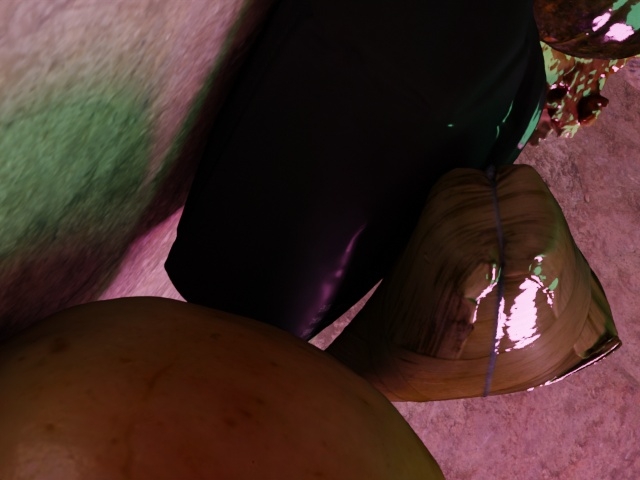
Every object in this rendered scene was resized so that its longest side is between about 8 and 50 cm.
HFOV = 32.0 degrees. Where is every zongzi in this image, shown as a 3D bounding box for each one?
[{"bbox_3d":[0.056,0.044,0.749,0.256,0.115,0.228,-13,154,18],"label":"zongzi"}]

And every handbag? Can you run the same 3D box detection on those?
[{"bbox_3d":[0.047,-0.081,0.814,0.275,0.178,0.302,-44,171,-44],"label":"handbag"}]

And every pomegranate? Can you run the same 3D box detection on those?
[{"bbox_3d":[-0.114,0.228,0.704,0.411,0.411,0.411,-50,173,-8],"label":"pomegranate"}]

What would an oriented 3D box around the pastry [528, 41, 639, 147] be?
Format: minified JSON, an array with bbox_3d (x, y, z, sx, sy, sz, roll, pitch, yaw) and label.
[{"bbox_3d":[0.186,-0.222,1.054,0.237,0.170,0.256,18,113,-39],"label":"pastry"}]

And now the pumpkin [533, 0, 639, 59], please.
[{"bbox_3d":[0.215,-0.251,0.861,0.223,0.223,0.157,-48,-162,-21],"label":"pumpkin"}]
